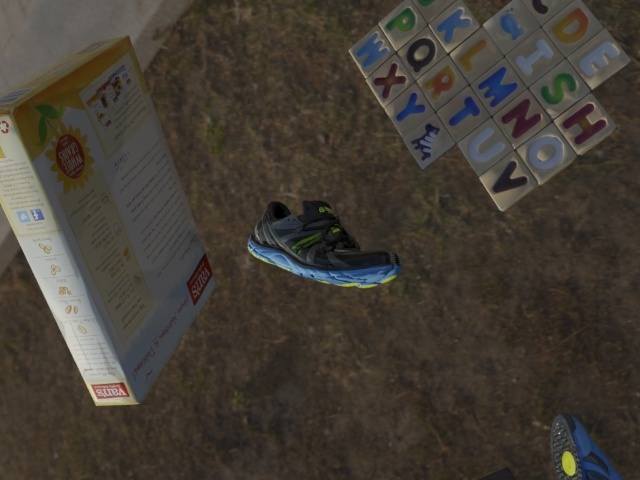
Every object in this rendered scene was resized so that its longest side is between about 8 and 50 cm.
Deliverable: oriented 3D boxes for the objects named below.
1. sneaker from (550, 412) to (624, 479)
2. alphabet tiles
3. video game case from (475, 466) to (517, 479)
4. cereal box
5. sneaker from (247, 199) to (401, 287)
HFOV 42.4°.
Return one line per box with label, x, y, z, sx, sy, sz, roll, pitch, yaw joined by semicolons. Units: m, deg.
sneaker;0.367;0.323;1.071;0.069;0.082;0.209;107;153;-53
alphabet tiles;0.151;-0.153;0.745;0.198;0.009;0.237;-38;63;21
video game case;0.056;0.319;0.780;0.275;0.248;0.035;86;162;-54
cereal box;-0.162;-0.018;0.641;0.047;0.173;0.240;-6;117;19
sneaker;0.000;0.000;0.827;0.188;0.067;0.078;18;92;42
